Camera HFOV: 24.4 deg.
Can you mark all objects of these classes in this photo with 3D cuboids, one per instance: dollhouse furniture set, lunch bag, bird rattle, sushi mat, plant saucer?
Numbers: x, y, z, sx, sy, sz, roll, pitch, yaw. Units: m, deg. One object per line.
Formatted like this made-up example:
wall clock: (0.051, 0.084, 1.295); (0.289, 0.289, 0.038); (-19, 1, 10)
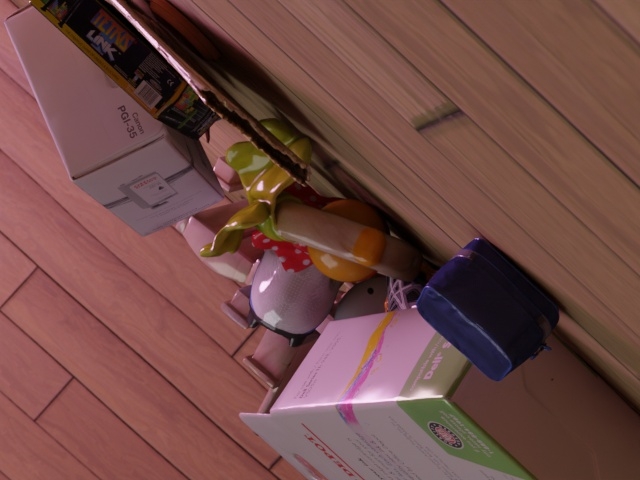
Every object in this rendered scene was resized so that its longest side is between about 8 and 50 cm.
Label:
dollhouse furniture set: (-0.112, 0.069, 1.929); (0.355, 0.174, 0.303); (38, -153, 22)
lunch bag: (0.126, 0.050, 1.070); (0.098, 0.065, 0.067); (43, 161, 7)
bird rattle: (0.000, 0.000, 1.431); (0.207, 0.143, 0.253); (22, 171, 26)
sushi mat: (-0.126, -0.163, 1.337); (0.151, 0.019, 0.316); (38, -174, -44)
plant saucer: (-0.124, -0.188, 1.326); (0.083, 0.013, 0.083); (43, 177, 3)

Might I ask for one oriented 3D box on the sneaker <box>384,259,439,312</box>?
sneaker: (0.097, 0.068, 1.470); (0.084, 0.083, 0.215); (41, 178, -9)

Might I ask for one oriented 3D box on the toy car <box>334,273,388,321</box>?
toy car: (0.082, 0.112, 1.670); (0.210, 0.219, 0.238); (123, 145, -54)

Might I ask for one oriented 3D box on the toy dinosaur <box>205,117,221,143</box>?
toy dinosaur: (-0.138, -0.148, 1.586); (0.082, 0.090, 0.047); (0, 133, 35)

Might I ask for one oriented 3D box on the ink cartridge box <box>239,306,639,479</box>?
ink cartridge box: (0.101, 0.166, 1.326); (0.207, 0.119, 0.353); (44, 153, -19)

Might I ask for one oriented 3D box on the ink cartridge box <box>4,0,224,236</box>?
ink cartridge box: (-0.223, -0.143, 1.646); (0.283, 0.117, 0.207); (54, -169, -75)

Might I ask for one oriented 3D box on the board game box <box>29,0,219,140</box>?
board game box: (-0.183, -0.177, 1.425); (0.170, 0.048, 0.141); (43, -175, 12)

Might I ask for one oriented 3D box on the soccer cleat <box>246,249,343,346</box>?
soccer cleat: (-0.006, 0.006, 1.771); (0.116, 0.143, 0.331); (25, -159, -5)
